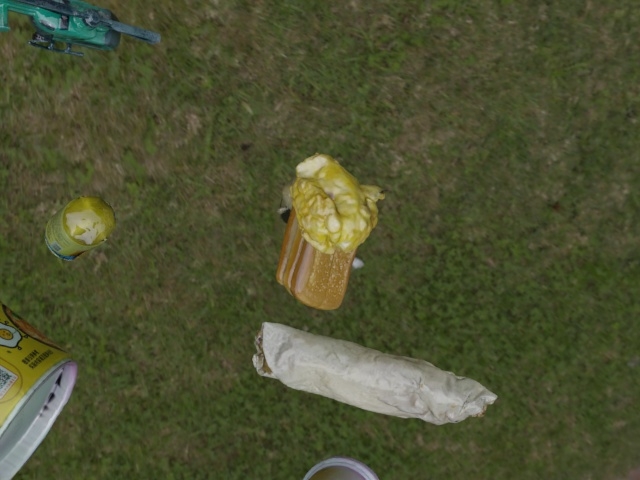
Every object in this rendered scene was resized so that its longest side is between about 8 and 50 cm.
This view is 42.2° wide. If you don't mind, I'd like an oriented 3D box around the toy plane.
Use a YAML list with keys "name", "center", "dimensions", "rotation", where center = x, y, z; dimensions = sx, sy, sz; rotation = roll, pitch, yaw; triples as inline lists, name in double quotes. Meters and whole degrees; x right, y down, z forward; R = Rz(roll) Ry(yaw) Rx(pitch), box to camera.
- name: "toy plane"
  center: [-0.288, -0.241, 0.898]
  dimensions: [0.235, 0.096, 0.060]
  rotation: [1, 97, -53]

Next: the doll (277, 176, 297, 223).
- name: "doll"
  center: [-0.019, -0.076, 1.434]
  dimensions: [0.102, 0.179, 0.089]
  rotation: [-33, 88, -43]

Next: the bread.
- name: "bread"
  center: [0.000, 0.000, 1.244]
  dimensions: [0.116, 0.077, 0.200]
  rotation: [24, 78, -55]

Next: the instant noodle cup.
- name: "instant noodle cup"
  center: [-0.536, 0.219, 1.224]
  dimensions: [0.254, 0.325, 0.325]
  rotation: [31, 101, 3]

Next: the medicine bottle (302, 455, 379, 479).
- name: "medicine bottle"
  center: [-0.037, 0.311, 0.806]
  dimensions: [0.108, 0.426, 0.108]
  rotation: [0, 89, 18]

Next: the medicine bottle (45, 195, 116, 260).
- name: "medicine bottle"
  center: [-0.545, -0.031, 1.887]
  dimensions: [0.124, 0.239, 0.124]
  rotation: [6, 79, -30]

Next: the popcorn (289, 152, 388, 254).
- name: "popcorn"
  center: [0.007, -0.022, 0.684]
  dimensions: [0.084, 0.084, 0.084]
  rotation: [-9, 116, -18]

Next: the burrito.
- name: "burrito"
  center: [0.079, 0.221, 1.316]
  dimensions: [0.392, 0.076, 0.117]
  rotation: [16, 129, -6]
